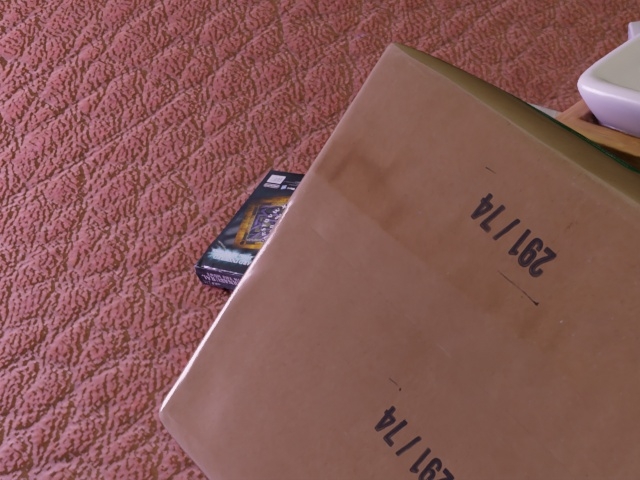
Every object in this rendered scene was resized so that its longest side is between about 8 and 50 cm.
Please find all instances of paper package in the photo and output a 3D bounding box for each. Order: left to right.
[{"bbox_3d":[0.110,0.093,0.741,0.325,0.168,0.310,40,100,39],"label":"paper package"}]

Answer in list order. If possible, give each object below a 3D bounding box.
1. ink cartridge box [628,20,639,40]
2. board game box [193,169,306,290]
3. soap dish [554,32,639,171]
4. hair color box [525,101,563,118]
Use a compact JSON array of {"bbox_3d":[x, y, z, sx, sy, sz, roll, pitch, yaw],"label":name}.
[{"bbox_3d":[0.352,-0.144,1.084,0.150,0.063,0.109,-5,45,7],"label":"ink cartridge box"},{"bbox_3d":[0.000,0.000,1.023,0.186,0.026,0.126,10,50,37],"label":"board game box"},{"bbox_3d":[0.332,-0.070,0.799,0.229,0.118,0.291,-33,36,-23],"label":"soap dish"},{"bbox_3d":[0.247,0.022,0.915,0.338,0.110,0.185,20,52,27],"label":"hair color box"}]
